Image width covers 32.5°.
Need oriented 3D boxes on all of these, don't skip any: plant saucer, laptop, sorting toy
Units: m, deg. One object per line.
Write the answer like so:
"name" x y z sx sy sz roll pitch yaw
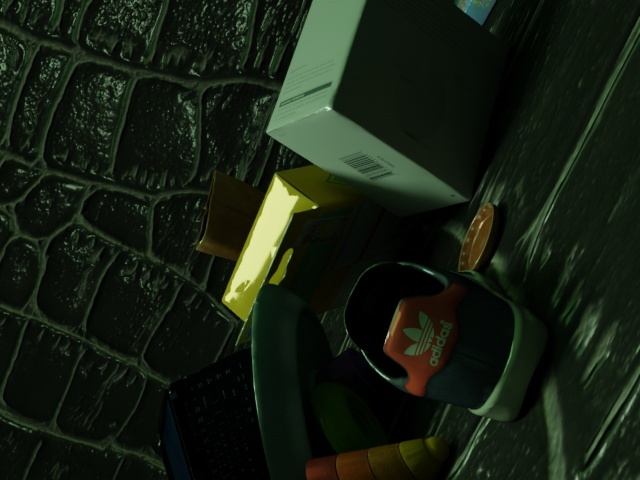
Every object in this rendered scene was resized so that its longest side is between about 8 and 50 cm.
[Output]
"plant saucer" -0.012 0.201 1.259 0.317 0.043 0.318 -13 -90 -80
"laptop" -0.077 0.258 1.204 0.136 0.264 0.234 0 108 49
"sorting toy" 0.072 0.186 1.156 0.126 0.127 0.365 -37 14 13
"plant saucer" 0.170 0.001 1.160 0.083 0.013 0.084 -160 90 -82

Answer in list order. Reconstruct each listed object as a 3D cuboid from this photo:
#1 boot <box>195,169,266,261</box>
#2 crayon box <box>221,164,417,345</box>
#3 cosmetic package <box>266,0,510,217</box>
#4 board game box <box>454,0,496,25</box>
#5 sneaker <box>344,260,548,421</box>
"boot" -0.040 -0.039 1.703 0.096 0.280 0.264 122 166 -54
"crayon box" 0.000 0.000 1.431 0.323 0.083 0.203 -17 -42 -53
"cosmetic package" 0.086 -0.183 1.323 0.138 0.224 0.225 -13 53 53
"board game box" 0.243 -0.408 1.605 0.212 0.039 0.160 -77 11 -47
"sneaker" 0.089 0.072 1.034 0.350 0.148 0.131 177 113 -82
